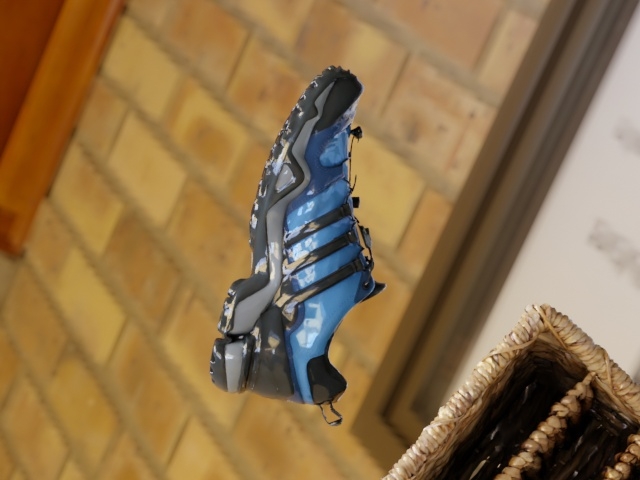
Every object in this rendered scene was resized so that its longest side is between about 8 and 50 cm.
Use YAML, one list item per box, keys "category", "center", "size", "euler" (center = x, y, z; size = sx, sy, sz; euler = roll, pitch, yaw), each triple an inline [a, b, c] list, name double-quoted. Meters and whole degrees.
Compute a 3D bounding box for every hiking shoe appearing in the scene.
- category: "hiking shoe"
  center: [0.000, 0.000, 1.700]
  size: [0.132, 0.304, 0.113]
  euler: [17, -175, -4]

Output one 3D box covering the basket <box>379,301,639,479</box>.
- category: "basket"
  center: [0.171, 0.243, 1.611]
  size: [0.213, 0.299, 0.223]
  euler: [39, 168, 15]
